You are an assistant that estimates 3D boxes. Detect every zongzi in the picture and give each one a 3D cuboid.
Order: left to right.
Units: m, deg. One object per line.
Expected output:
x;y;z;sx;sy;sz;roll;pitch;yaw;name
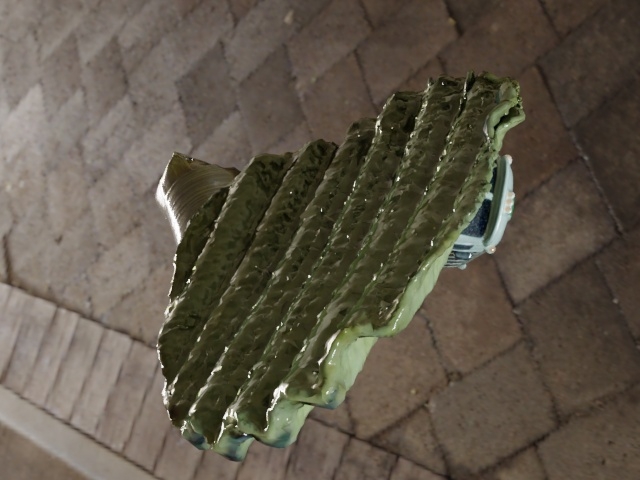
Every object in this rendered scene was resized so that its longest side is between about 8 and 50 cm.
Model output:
-0.067;0.009;1.313;0.111;0.241;0.248;-61;32;30;zongzi

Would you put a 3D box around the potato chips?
0.000;0.000;0.850;0.358;0.070;0.429;-25;26;35;potato chips

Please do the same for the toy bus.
0.128;-0.043;1.244;0.276;0.164;0.134;109;173;-84;toy bus
